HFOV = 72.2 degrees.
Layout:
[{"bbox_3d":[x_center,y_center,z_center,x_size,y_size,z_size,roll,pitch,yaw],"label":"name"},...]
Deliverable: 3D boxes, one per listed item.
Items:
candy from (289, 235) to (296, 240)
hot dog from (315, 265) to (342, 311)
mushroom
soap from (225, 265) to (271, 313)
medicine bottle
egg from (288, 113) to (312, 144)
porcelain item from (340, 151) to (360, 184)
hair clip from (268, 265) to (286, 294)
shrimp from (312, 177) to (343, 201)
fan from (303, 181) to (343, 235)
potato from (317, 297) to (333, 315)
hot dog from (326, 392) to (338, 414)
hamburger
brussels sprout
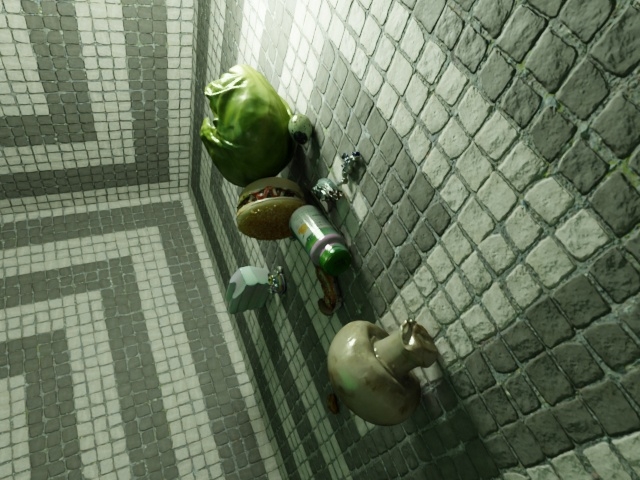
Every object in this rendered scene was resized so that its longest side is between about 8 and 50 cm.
[{"bbox_3d":[-0.125,-0.099,1.841,0.094,0.051,0.227,-48,59,47],"label":"candy"},{"bbox_3d":[0.027,0.167,1.622,0.191,0.059,0.108,70,157,14],"label":"hot dog"},{"bbox_3d":[0.178,0.336,1.201,0.290,0.297,0.298,-42,54,18],"label":"mushroom"},{"bbox_3d":[-0.377,0.259,2.314,0.115,0.208,0.347,67,152,24],"label":"soap"},{"bbox_3d":[0.000,0.000,1.520,0.274,0.133,0.134,52,143,43],"label":"medicine bottle"},{"bbox_3d":[-0.071,-0.395,1.562,0.085,0.085,0.110,32,131,57],"label":"egg"},{"bbox_3d":[0.084,-0.245,1.377,0.136,0.021,0.075,117,140,-52],"label":"porcelain item"},{"bbox_3d":[-0.205,0.208,2.137,0.116,0.049,0.172,54,139,18],"label":"hair clip"},{"bbox_3d":[0.023,-0.159,1.451,0.233,0.090,0.079,-128,55,-67],"label":"shrimp"},{"bbox_3d":[0.012,-0.102,1.529,0.227,0.008,0.152,54,177,18],"label":"fan"},{"bbox_3d":[0.012,0.271,1.715,0.093,0.037,0.036,50,147,45],"label":"potato"},{"bbox_3d":[0.049,0.672,1.799,0.058,0.035,0.083,154,104,-68],"label":"hot dog"},{"bbox_3d":[-0.183,-0.104,1.677,0.302,0.301,0.171,117,148,-52],"label":"hamburger"},{"bbox_3d":[-0.256,-0.404,1.666,0.361,0.342,0.426,41,143,28],"label":"brussels sprout"}]
